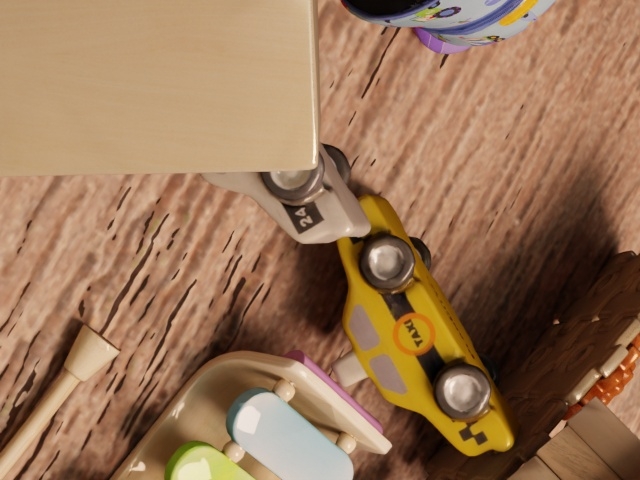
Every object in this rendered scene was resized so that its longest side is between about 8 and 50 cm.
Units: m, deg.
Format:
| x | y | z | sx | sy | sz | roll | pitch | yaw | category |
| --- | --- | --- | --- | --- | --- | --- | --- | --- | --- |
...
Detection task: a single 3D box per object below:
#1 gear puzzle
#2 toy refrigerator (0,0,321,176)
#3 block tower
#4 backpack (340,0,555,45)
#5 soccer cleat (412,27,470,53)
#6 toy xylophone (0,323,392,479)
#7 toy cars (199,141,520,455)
| x | y | z | sx | sy | sz | roll | pitch | yaw | category |
| --- | --- | --- | --- | --- | --- | --- | --- | --- | --- |
| 0.156 | 0.132 | 1.001 | 0.044 | 0.175 | 0.339 | 45 | 78 | -5 | gear puzzle |
| -0.135 | -0.093 | 0.691 | 0.269 | 0.094 | 0.102 | -2 | 111 | 2 | toy refrigerator |
| 0.171 | 0.223 | 0.984 | 0.091 | 0.097 | 0.335 | -37 | 159 | -18 | block tower |
| 0.067 | -0.158 | 0.594 | 0.117 | 0.173 | 0.158 | 26 | 115 | -38 | backpack |
| 0.139 | -0.206 | 0.869 | 0.083 | 0.095 | 0.248 | 13 | 126 | -36 | soccer cleat |
| -0.113 | 0.198 | 0.892 | 0.236 | 0.081 | 0.323 | 34 | 85 | -37 | toy xylophone |
| 0.000 | 0.000 | 0.861 | 0.087 | 0.176 | 0.394 | -31 | 126 | 9 | toy cars |
